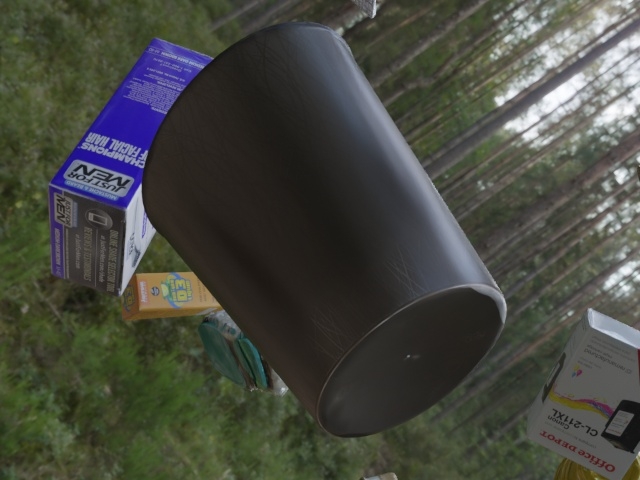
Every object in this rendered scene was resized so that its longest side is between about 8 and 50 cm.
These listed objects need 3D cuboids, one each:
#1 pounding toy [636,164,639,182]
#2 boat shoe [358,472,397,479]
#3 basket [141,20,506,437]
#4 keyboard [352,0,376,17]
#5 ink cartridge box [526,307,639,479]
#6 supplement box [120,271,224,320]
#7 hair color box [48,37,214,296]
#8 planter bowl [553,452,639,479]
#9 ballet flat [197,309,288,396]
[{"bbox_3d":[0.295,-0.030,0.495,0.100,0.130,0.141,-80,150,-65],"label":"pounding toy"},{"bbox_3d":[0.072,0.260,0.523,0.068,0.072,0.190,109,-39,-61],"label":"boat shoe"},{"bbox_3d":[0.000,0.000,0.476,0.154,0.204,0.227,17,29,-46],"label":"basket"},{"bbox_3d":[0.032,-0.454,1.205,0.072,0.014,0.256,87,-22,-43],"label":"keyboard"},{"bbox_3d":[0.355,0.195,0.909,0.127,0.175,0.072,25,21,10],"label":"ink cartridge box"},{"bbox_3d":[-0.271,0.106,1.427,0.080,0.233,0.078,-25,-109,49],"label":"supplement box"},{"bbox_3d":[-0.260,-0.112,1.030,0.110,0.338,0.185,18,-43,-3],"label":"hair color box"},{"bbox_3d":[0.519,0.424,1.286,0.217,0.217,0.090,47,-13,49],"label":"planter bowl"},{"bbox_3d":[-0.094,0.178,1.215,0.147,0.147,0.409,57,-19,-12],"label":"ballet flat"}]
